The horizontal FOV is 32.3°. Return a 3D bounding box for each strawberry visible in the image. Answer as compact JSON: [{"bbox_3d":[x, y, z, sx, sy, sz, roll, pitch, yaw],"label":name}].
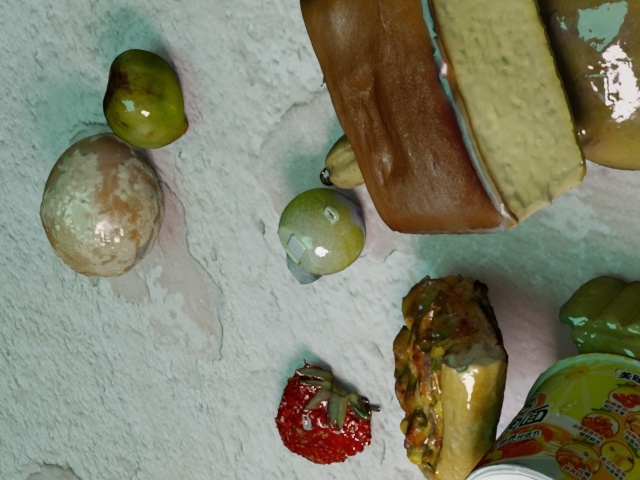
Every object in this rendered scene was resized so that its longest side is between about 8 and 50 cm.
[{"bbox_3d":[-0.009,0.292,1.674,0.167,0.087,0.208,37,133,22],"label":"strawberry"}]

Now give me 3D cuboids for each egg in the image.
[{"bbox_3d":[-0.342,-0.055,1.737,0.195,0.195,0.233,11,104,40],"label":"egg"}]

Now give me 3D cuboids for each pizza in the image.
[{"bbox_3d":[0.155,0.170,1.347,0.409,0.114,0.278,113,156,-76],"label":"pizza"}]

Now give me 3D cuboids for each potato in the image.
[{"bbox_3d":[0.294,-0.199,1.124,0.239,0.116,0.299,1,113,38],"label":"potato"}]

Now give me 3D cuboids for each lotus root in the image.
[{"bbox_3d":[0.052,-0.109,1.428,0.152,0.063,0.072,-21,69,53],"label":"lotus root"}]

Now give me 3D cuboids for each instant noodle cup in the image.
[{"bbox_3d":[0.271,0.270,1.135,0.264,0.200,0.264,21,123,36],"label":"instant noodle cup"}]

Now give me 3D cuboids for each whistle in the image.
[{"bbox_3d":[0.000,0.000,1.522,0.123,0.123,0.223,51,157,11],"label":"whistle"}]

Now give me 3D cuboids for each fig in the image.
[{"bbox_3d":[-0.263,-0.206,1.631,0.153,0.120,0.136,83,174,-47],"label":"fig"}]

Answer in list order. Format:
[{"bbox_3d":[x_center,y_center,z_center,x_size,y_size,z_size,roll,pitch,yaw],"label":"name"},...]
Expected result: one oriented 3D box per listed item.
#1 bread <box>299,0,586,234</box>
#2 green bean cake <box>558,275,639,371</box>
[{"bbox_3d":[0.117,-0.173,1.196,0.324,0.143,0.333,68,163,-6],"label":"bread"},{"bbox_3d":[0.369,0.174,1.229,0.233,0.124,0.236,10,118,40],"label":"green bean cake"}]
